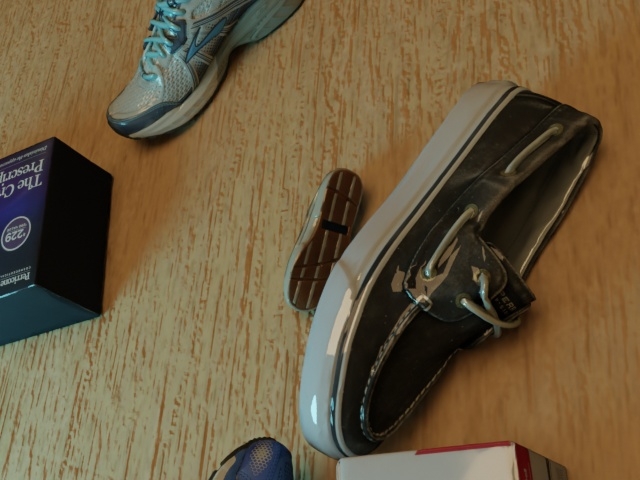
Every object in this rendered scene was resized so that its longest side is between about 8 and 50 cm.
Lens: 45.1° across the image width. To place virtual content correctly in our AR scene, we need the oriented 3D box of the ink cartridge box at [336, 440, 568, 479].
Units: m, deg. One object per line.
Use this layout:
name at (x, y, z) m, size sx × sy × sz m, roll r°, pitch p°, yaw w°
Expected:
ink cartridge box at (0.092, 0.171, 0.488) m, size 0.109 × 0.150 × 0.063 m, roll -14°, pitch 64°, yaw 24°

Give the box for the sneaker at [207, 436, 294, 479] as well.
sneaker at (0.008, 0.288, 0.512) m, size 0.147 × 0.130 × 0.330 m, roll -20°, pitch 60°, yaw 4°

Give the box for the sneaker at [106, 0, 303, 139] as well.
sneaker at (-0.151, -0.240, 0.856) m, size 0.283 × 0.122 × 0.110 m, roll -48°, pitch 52°, yaw 0°

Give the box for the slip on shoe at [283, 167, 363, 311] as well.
slip on shoe at (0.000, 0.000, 0.699) m, size 0.041 × 0.051 × 0.135 m, roll 167°, pitch 120°, yaw -71°

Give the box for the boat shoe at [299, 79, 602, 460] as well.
boat shoe at (0.102, 0.019, 0.576) m, size 0.119 × 0.121 × 0.335 m, roll 19°, pitch 75°, yaw 40°

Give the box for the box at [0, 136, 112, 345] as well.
box at (-0.372, 0.019, 0.868) m, size 0.261 × 0.103 × 0.184 m, roll -17°, pitch 61°, yaw 22°
